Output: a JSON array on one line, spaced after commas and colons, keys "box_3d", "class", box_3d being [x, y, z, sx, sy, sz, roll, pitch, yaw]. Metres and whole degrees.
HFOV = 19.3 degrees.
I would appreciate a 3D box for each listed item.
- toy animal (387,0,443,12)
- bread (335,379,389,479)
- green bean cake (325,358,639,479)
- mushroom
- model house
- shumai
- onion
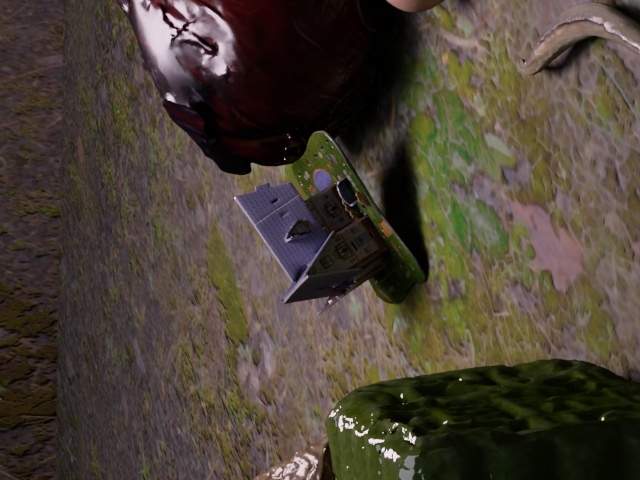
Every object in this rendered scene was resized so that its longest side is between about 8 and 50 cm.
[{"box_3d": [0.070, -0.235, 1.554, 0.150, 0.083, 0.089, 48, 127, 46], "class": "toy animal"}, {"box_3d": [0.061, 0.170, 1.663, 0.157, 0.083, 0.094, 142, 135, -71], "class": "bread"}, {"box_3d": [0.125, 0.150, 1.196, 0.248, 0.222, 0.125, -172, 78, -75], "class": "green bean cake"}, {"box_3d": [0.190, -0.120, 1.259, 0.068, 0.043, 0.306, -64, 22, 8], "class": "mushroom"}, {"box_3d": [0.000, 0.000, 1.683, 0.167, 0.088, 0.117, 56, 157, 4], "class": "model house"}, {"box_3d": [-0.001, 0.259, 1.822, 0.116, 0.145, 0.145, 58, 156, 10], "class": "shumai"}, {"box_3d": [-0.056, -0.181, 1.755, 0.221, 0.281, 0.281, -64, 7, -21], "class": "onion"}]
